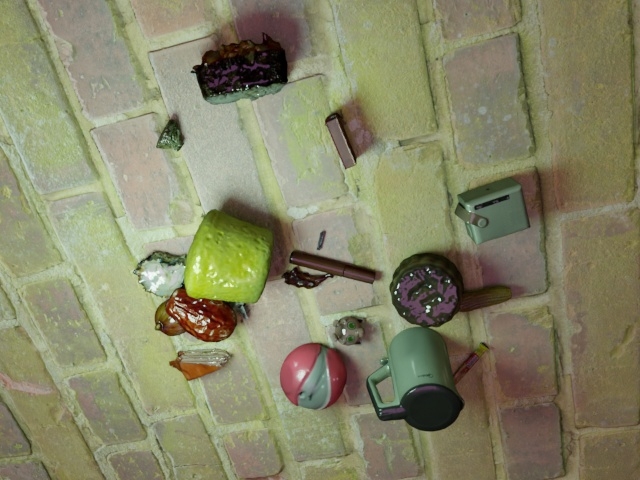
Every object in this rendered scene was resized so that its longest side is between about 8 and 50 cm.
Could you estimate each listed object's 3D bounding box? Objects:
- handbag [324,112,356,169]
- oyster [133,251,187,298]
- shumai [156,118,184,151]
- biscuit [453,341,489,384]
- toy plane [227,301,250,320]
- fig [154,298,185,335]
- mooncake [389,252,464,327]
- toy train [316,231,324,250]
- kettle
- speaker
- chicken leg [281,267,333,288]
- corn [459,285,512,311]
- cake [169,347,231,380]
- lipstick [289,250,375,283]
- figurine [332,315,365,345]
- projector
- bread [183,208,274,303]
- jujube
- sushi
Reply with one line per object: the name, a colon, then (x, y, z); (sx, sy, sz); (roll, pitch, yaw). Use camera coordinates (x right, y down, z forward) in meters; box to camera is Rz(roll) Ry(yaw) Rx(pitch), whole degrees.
handbag: (0.075, -0.362, 1.651); (0.062, 0.127, 0.190); (-22, 107, 13)
oyster: (-0.656, 0.136, 1.934); (0.259, 0.092, 0.198); (-27, 107, 24)
shumai: (-0.556, -0.385, 1.724); (0.087, 0.099, 0.124); (28, 114, -24)
biscuit: (0.637, 0.563, 2.015); (0.048, 0.026, 0.292); (36, 111, 12)
toy plane: (-0.352, 0.266, 1.956); (0.160, 0.082, 0.234); (44, 121, -3)
fig: (-0.640, 0.337, 1.936); (0.175, 0.207, 0.175); (17, 121, 30)
mooncake: (0.414, 0.194, 1.795); (0.290, 0.161, 0.291); (3, 102, 14)
toy train: (0.000, 0.000, 1.856); (0.017, 0.017, 0.083); (12, 112, -2)
kettle: (0.363, 0.561, 1.849); (0.360, 0.377, 0.250); (-8, 110, 7)
speaker: (-0.024, 0.599, 2.007); (0.293, 0.294, 0.295); (2, 111, 4)
chicken leg: (-0.056, 0.162, 1.907); (0.218, 0.048, 0.090); (8, 115, 2)
corn: (0.658, 0.238, 1.861); (0.230, 0.080, 0.080); (-14, 109, 8)
cake: (-0.536, 0.565, 2.083); (0.287, 0.098, 0.135); (-8, 109, 13)
lipstick: (0.048, 0.111, 1.875); (0.356, 0.057, 0.057); (14, 112, -1)
figurine: (0.120, 0.384, 1.939); (0.137, 0.125, 0.125); (8, 112, -15)
projector: (0.624, -0.106, 1.686); (0.242, 0.163, 0.178); (-18, 108, 7)
bread: (-0.342, 0.070, 1.749); (0.307, 0.348, 0.349); (11, 112, -6)
jujube: (-0.481, 0.300, 1.852); (0.290, 0.197, 0.197); (30, 111, -13)
sushi: (-0.280, -0.577, 1.583); (0.342, 0.196, 0.182); (-10, 91, 3)
